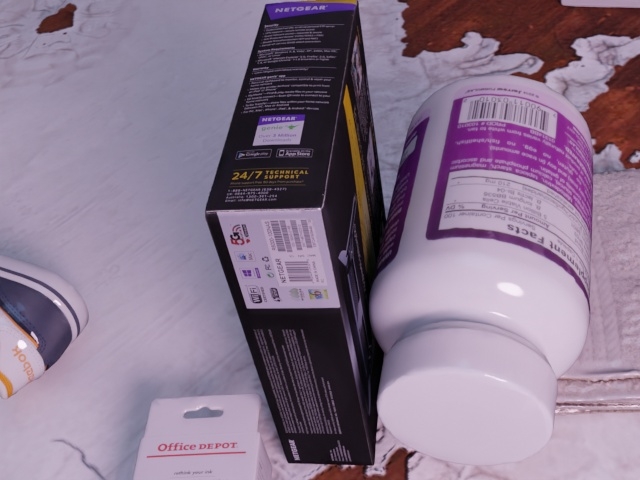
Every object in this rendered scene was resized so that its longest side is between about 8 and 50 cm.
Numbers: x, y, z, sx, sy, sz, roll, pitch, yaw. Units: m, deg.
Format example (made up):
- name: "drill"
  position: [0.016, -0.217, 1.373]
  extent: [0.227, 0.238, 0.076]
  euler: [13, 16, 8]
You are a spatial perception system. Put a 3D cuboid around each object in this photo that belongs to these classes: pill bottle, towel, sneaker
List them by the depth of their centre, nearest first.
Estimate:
- name: "pill bottle"
  position: [0.131, 0.018, 0.733]
  extent: [0.169, 0.169, 0.301]
  euler: [3, 48, 16]
- name: "towel"
  position: [0.229, 0.036, 0.840]
  extent: [0.187, 0.049, 0.282]
  euler: [-4, 45, 9]
- name: "sneaker"
  position: [-0.400, 0.065, 0.903]
  extent: [0.321, 0.126, 0.127]
  euler: [12, 44, 21]

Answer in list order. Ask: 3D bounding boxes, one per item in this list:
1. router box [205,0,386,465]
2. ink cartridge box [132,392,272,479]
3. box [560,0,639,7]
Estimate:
- name: "router box"
  position: [0.000, 0.000, 0.743]
  extent: [0.081, 0.309, 0.243]
  euler: [-1, 45, 11]
- name: "ink cartridge box"
  position: [-0.097, 0.216, 0.730]
  extent: [0.104, 0.060, 0.180]
  euler: [-5, 46, 10]
- name: "box"
  position: [0.414, -0.400, 1.174]
  extent: [0.182, 0.119, 0.181]
  euler: [7, 49, 19]
